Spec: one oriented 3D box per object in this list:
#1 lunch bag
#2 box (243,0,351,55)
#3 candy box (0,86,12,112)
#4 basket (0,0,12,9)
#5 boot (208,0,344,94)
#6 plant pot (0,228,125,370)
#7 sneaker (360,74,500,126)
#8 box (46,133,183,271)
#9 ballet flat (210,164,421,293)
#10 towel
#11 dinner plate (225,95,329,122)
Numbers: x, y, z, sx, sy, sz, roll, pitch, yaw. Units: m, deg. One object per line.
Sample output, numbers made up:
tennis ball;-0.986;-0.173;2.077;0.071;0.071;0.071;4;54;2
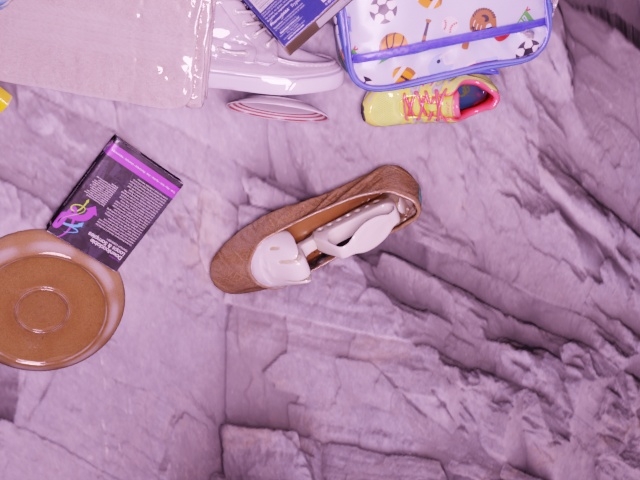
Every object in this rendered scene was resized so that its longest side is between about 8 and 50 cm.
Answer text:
lunch bag;0.162;-0.324;1.136;0.303;0.115;0.243;-11;112;-4
box;-0.057;-0.353;1.050;0.136;0.036;0.225;-40;75;6
candy box;-0.494;-0.206;1.043;0.105;0.027;0.206;-37;122;21
basket;-0.339;-0.392;0.885;0.255;0.201;0.289;45;107;-3
boot;-0.091;-0.262;1.110;0.258;0.095;0.123;1;116;-11
plant pot;-0.401;0.096;1.236;0.236;0.032;0.236;-7;118;-14
sneaker;0.161;-0.202;1.222;0.208;0.094;0.081;-15;120;-9
box;-0.286;-0.050;1.192;0.116;0.029;0.162;36;94;-29
ballet flat;0.000;0.000;1.258;0.342;0.124;0.116;-24;120;-4
towel;-0.268;-0.267;1.045;0.282;0.049;0.187;11;112;0
dinner plate;-0.057;-0.178;1.150;0.141;0.141;0.017;6;89;-20
